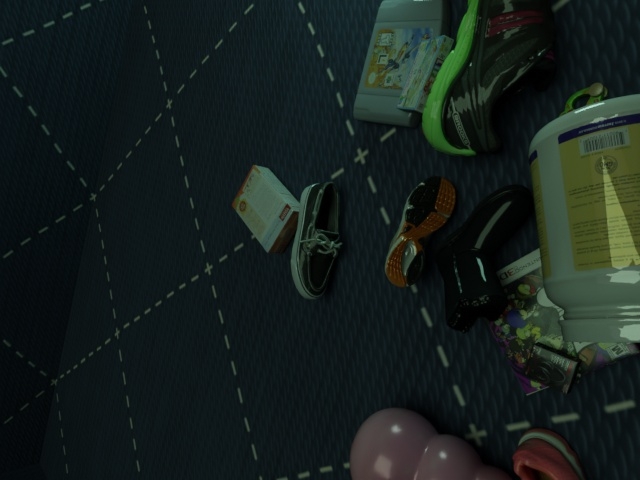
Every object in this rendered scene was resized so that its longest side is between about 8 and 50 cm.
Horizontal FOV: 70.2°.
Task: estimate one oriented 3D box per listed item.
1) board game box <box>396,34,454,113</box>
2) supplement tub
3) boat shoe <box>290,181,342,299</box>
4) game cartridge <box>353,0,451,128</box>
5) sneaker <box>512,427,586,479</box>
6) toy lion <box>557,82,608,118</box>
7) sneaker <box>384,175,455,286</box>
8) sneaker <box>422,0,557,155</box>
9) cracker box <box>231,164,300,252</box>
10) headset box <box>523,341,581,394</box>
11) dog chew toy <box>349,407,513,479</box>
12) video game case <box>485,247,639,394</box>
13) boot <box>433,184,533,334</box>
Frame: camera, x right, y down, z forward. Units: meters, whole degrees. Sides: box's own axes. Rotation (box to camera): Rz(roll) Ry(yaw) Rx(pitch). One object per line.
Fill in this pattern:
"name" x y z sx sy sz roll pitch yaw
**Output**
"board game box" 0.220 -0.351 0.974 0.103 0.026 0.154 -127 55 -67
"supplement tub" 0.456 -0.019 0.681 0.241 0.241 0.330 -10 76 40
"boat shoe" 0.004 0.000 1.175 0.105 0.113 0.305 -5 73 55
"game cartridge" 0.196 -0.424 1.084 0.198 0.062 0.296 21 100 44
"sneaker" 0.432 0.479 0.754 0.116 0.136 0.313 -53 57 26
"toy lion" 0.480 -0.226 0.841 0.096 0.034 0.100 -13 78 47
"sneaker" 0.207 -0.022 1.016 0.099 0.121 0.262 28 84 0
"sneaker" 0.370 -0.389 0.881 0.202 0.185 0.482 25 107 21
"cracker box" -0.155 -0.093 1.347 0.232 0.067 0.155 50 118 32
"headset box" 0.413 0.226 0.804 0.083 0.032 0.062 22 103 41
"dog chew toy" 0.226 0.469 0.898 0.332 0.207 0.206 13 95 33
"video game case" 0.423 0.140 0.851 0.210 0.042 0.231 -38 64 34
"boot" 0.320 0.039 0.856 0.246 0.094 0.207 -47 27 34
